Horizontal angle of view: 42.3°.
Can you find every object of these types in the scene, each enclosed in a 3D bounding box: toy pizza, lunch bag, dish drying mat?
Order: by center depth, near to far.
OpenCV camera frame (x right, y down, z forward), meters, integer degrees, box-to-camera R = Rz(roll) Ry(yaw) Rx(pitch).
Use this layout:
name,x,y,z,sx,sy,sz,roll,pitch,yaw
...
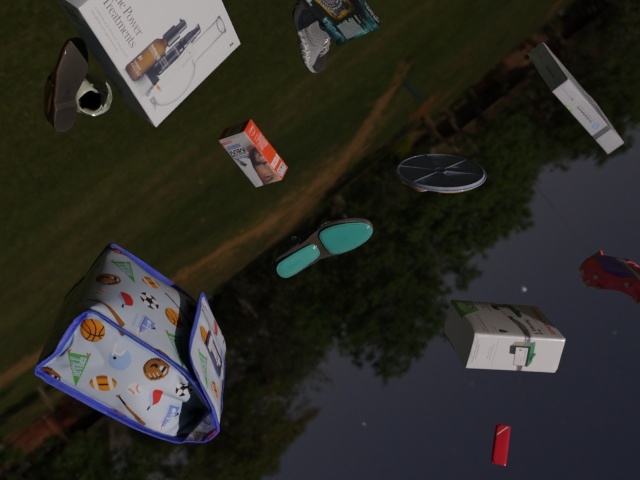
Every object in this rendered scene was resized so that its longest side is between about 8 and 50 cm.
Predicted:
name,x,y,z,sx,sy,sz,roll,pitch,yaw
dish drying mat,0.383,0.433,1.754,0.008,0.032,0.083,98,4,-72
lunch bag,-0.364,0.229,1.778,0.239,0.385,0.328,-47,-161,17
toy pizza,0.268,-0.143,1.848,0.201,0.032,0.201,0,-152,0

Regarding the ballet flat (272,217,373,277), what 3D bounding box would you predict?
name,x,y,z,sx,sy,sz,roll,pitch,yaw
ballet flat,0.000,0.000,1.542,0.203,0.074,0.074,-27,-175,9

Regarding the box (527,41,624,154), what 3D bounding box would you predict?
name,x,y,z,sx,sy,sz,roll,pitch,yaw
box,0.456,-0.255,1.480,0.038,0.186,0.145,-38,-146,22

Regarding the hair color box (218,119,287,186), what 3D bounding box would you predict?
name,x,y,z,sx,sy,sz,roll,pitch,yaw
hair color box,-0.171,-0.220,2.104,0.093,0.167,0.053,-13,-141,37

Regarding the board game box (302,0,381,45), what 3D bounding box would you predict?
name,x,y,z,sx,sy,sz,roll,pitch,yaw
board game box,0.036,-0.536,1.877,0.126,0.186,0.026,-14,-136,37

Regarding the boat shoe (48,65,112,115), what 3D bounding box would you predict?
name,x,y,z,sx,sy,sz,roll,pitch,yaw
boat shoe,-0.557,-0.339,1.963,0.109,0.094,0.302,-36,176,0

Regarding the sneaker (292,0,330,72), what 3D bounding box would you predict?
name,x,y,z,sx,sy,sz,roll,pitch,yaw
sneaker,0.016,-0.507,2.091,0.228,0.132,0.086,67,35,-55

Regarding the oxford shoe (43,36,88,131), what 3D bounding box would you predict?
name,x,y,z,sx,sy,sz,roll,pitch,yaw
oxford shoe,-0.553,-0.340,1.757,0.076,0.076,0.212,-16,137,-53

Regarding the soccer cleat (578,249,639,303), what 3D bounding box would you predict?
name,x,y,z,sx,sy,sz,roll,pitch,yaw
soccer cleat,0.672,0.083,1.765,0.095,0.083,0.248,-43,-143,-22

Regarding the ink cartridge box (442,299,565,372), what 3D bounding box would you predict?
name,x,y,z,sx,sy,sz,roll,pitch,yaw
ink cartridge box,0.406,0.212,1.837,0.160,0.219,0.092,-115,-147,-63

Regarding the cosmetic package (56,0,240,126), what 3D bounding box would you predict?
name,x,y,z,sx,sy,sz,roll,pitch,yaw
cosmetic package,-0.344,-0.459,1.725,0.284,0.097,0.377,-50,152,-14
